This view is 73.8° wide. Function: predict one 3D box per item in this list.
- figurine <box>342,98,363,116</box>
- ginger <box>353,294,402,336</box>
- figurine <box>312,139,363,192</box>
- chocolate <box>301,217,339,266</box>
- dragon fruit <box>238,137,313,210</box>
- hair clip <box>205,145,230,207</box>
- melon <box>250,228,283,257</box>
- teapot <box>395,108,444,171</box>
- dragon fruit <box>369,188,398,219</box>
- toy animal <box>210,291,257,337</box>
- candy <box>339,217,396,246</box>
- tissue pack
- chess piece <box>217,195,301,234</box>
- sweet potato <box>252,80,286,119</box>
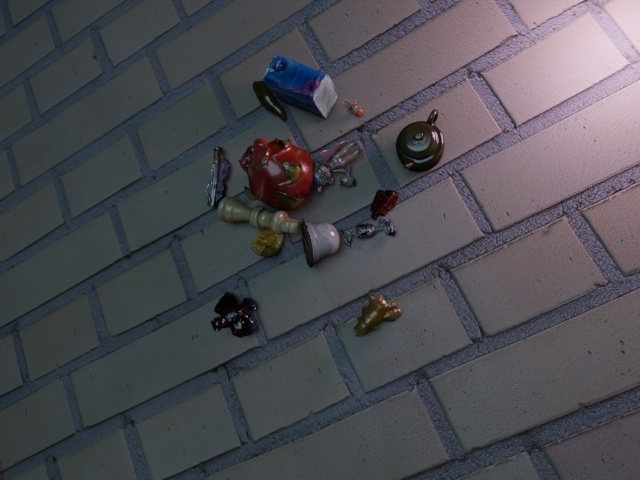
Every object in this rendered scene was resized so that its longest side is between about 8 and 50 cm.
[{"bbox_3d":[0.139,-0.570,1.826,0.109,0.047,0.064,45,102,27],"label":"figurine"},{"bbox_3d":[0.206,0.287,1.647,0.205,0.081,0.115,-30,106,1],"label":"ginger"},{"bbox_3d":[0.072,-0.304,1.785,0.260,0.103,0.205,-39,107,6],"label":"figurine"},{"bbox_3d":[0.004,0.008,1.719,0.147,0.221,0.221,-3,79,-10],"label":"chocolate"},{"bbox_3d":[-0.197,-0.278,1.737,0.305,0.225,0.306,-15,69,43],"label":"dragon fruit"},{"bbox_3d":[-0.471,-0.290,1.945,0.106,0.084,0.292,7,88,12],"label":"hair clip"},{"bbox_3d":[-0.228,0.009,1.824,0.128,0.079,0.160,8,61,37],"label":"melon"},{"bbox_3d":[0.391,-0.388,1.656,0.185,0.175,0.268,26,89,16],"label":"teapot"},{"bbox_3d":[0.261,-0.138,1.725,0.097,0.063,0.131,19,86,51],"label":"dragon fruit"},{"bbox_3d":[-0.364,0.307,1.761,0.218,0.179,0.116,51,123,16],"label":"toy animal"},{"bbox_3d":[0.190,-0.034,1.720,0.226,0.051,0.094,-10,81,14],"label":"candy"},{"bbox_3d":[-0.081,-0.657,1.823,0.263,0.198,0.146,27,90,19],"label":"tissue pack"},{"bbox_3d":[-0.250,-0.097,1.785,0.397,0.117,0.117,14,85,30],"label":"chess piece"},{"bbox_3d":[-0.236,-0.640,1.930,0.077,0.077,0.244,-37,71,8],"label":"sweet potato"}]
